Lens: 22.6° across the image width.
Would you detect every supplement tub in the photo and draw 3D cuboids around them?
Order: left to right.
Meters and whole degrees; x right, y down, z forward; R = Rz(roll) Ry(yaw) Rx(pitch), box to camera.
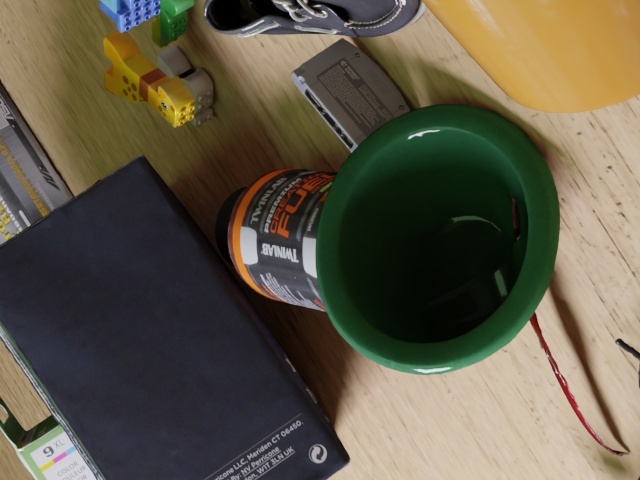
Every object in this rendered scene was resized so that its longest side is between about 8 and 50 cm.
[{"bbox_3d":[0.000,0.000,1.206,0.198,0.106,0.106,8,126,54],"label":"supplement tub"}]

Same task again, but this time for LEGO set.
[{"bbox_3d":[-0.116,-0.150,1.251,0.093,0.087,0.227,43,150,25],"label":"LEGO set"}]

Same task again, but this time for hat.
[{"bbox_3d":[0.111,0.031,1.116,0.173,0.208,0.183,-1,166,28],"label":"hat"}]

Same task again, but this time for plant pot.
[{"bbox_3d":[0.109,-0.172,0.785,0.205,0.205,0.188,21,151,48],"label":"plant pot"}]

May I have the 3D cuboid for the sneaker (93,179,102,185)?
[{"bbox_3d":[-0.207,-0.017,1.592,0.044,0.040,0.109,23,143,22],"label":"sneaker"}]

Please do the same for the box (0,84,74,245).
[{"bbox_3d":[-0.333,-0.044,1.730,0.231,0.056,0.183,58,151,-3],"label":"box"}]

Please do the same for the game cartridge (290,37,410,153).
[{"bbox_3d":[0.025,-0.098,1.116,0.083,0.056,0.017,51,159,7],"label":"game cartridge"}]

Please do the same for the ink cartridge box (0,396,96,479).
[{"bbox_3d":[-0.220,0.207,1.456,0.209,0.062,0.109,56,177,-5],"label":"ink cartridge box"}]

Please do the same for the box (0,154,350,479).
[{"bbox_3d":[-0.131,0.107,1.353,0.294,0.183,0.296,55,175,2],"label":"box"}]

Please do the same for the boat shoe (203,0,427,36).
[{"bbox_3d":[-0.007,-0.162,1.090,0.206,0.065,0.075,9,127,54],"label":"boat shoe"}]

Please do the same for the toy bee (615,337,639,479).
[{"bbox_3d":[0.200,0.221,1.068,0.195,0.162,0.298,-8,112,61],"label":"toy bee"}]
